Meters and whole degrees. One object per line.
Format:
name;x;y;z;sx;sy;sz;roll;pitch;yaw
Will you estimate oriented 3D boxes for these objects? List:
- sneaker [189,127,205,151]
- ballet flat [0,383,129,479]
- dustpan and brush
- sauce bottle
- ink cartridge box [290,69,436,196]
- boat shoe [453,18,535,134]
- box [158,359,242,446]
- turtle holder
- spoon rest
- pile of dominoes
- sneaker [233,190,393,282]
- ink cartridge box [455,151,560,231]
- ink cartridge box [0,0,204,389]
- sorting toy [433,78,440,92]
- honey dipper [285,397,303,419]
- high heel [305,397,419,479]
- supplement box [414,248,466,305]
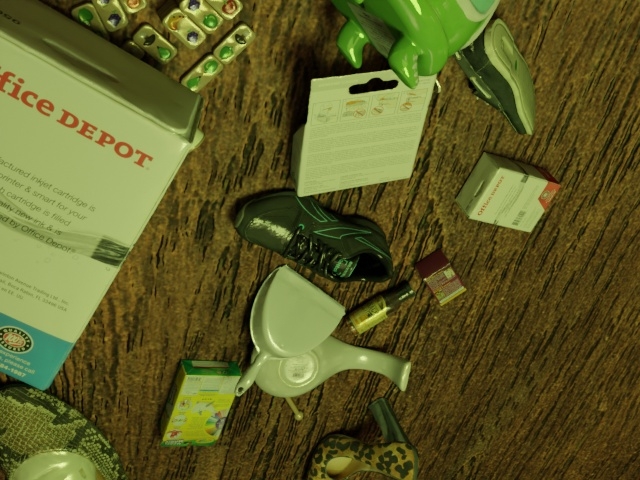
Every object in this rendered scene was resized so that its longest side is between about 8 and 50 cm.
sneaker;-0.252;-0.133;1.153;0.192;0.064;0.086;-21;122;9
ballet flat;-0.390;0.431;1.479;0.164;0.182;0.483;-25;132;-1
dustpan and brush;-0.072;0.162;1.442;0.147;0.060;0.211;37;74;-22
sauce bottle;0.102;0.115;1.525;0.128;0.042;0.042;-34;132;2
ink cartridge box;0.055;-0.163;1.242;0.181;0.056;0.225;-10;142;-14
boat shoe;0.258;-0.233;1.301;0.079;0.084;0.233;-4;150;32
box;-0.209;0.284;1.530;0.105;0.043;0.179;6;122;-27
turtle holder;0.079;-0.357;1.034;0.227;0.243;0.320;-43;100;-3
spoon rest;0.013;0.212;1.540;0.276;0.084;0.137;9;101;-18
pile of dominoes;-0.214;-0.237;1.111;0.251;0.040;0.196;-41;131;12
sneaker;0.000;0.000;1.348;0.267;0.106;0.101;11;123;-28
ink cartridge box;0.301;-0.077;1.441;0.135;0.056;0.099;12;121;-30
ink cartridge box;-0.355;-0.060;1.059;0.285;0.166;0.395;29;114;-15
sorting toy;0.139;-0.237;1.233;0.045;0.075;0.083;-38;132;10
honey dipper;-0.060;0.276;1.595;0.030;0.030;0.161;-27;134;0
high heel;0.070;0.443;1.675;0.093;0.186;0.261;27;113;-36
supplement box;0.204;0.063;1.523;0.055;0.043;0.083;-32;133;5
